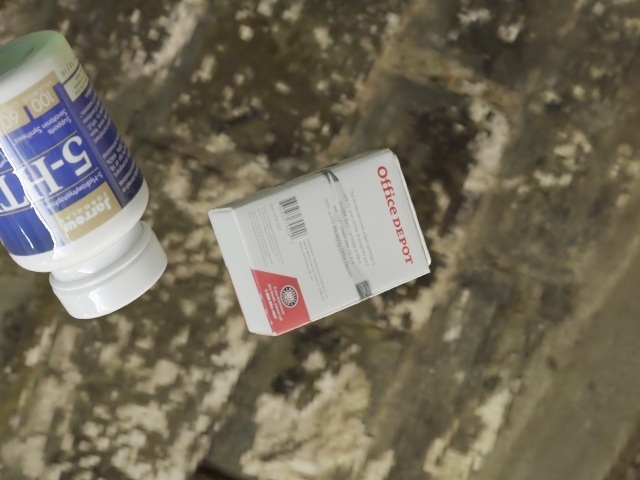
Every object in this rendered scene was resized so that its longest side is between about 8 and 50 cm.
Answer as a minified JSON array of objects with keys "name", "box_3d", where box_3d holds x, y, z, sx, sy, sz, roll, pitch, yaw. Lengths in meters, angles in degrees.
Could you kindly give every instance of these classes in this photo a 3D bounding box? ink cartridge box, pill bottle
[{"name":"ink cartridge box","box_3d":[0.000,0.000,1.007,0.056,0.135,0.099,-3,107,66]},{"name":"pill bottle","box_3d":[-0.187,-0.043,0.972,0.112,0.186,0.112,-22,25,11]}]
